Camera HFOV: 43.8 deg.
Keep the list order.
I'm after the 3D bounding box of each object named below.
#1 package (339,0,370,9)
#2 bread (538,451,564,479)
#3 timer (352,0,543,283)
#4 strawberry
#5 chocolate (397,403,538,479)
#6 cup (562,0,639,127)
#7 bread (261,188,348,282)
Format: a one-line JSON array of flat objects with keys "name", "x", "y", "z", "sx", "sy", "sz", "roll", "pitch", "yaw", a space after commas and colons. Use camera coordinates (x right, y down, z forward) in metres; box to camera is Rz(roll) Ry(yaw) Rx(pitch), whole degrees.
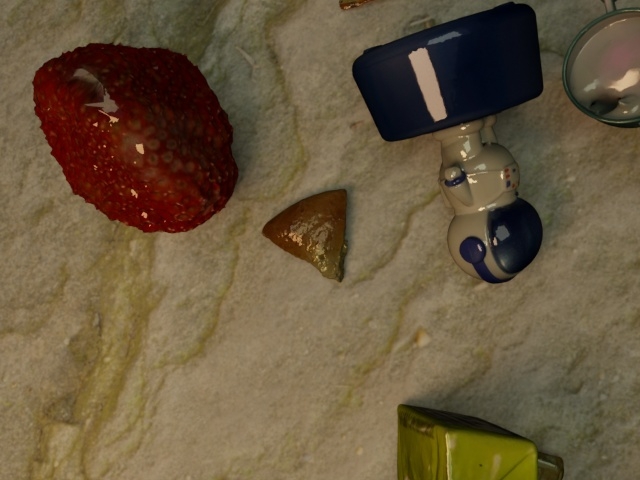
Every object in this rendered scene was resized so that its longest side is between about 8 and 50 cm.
[{"name": "package", "x": 0.077, "y": -0.445, "z": 1.300, "sx": 0.108, "sy": 0.031, "sz": 0.120, "roll": -8, "pitch": 83, "yaw": 6}, {"name": "bread", "x": 0.320, "y": 0.338, "z": 1.193, "sx": 0.088, "sy": 0.034, "sz": 0.049, "roll": 12, "pitch": 101, "yaw": 12}, {"name": "timer", "x": 0.226, "y": -0.124, "z": 1.166, "sx": 0.270, "sy": 0.270, "sz": 0.383, "roll": -17, "pitch": 98, "yaw": 6}, {"name": "strawberry", "x": -0.263, "y": -0.162, "z": 1.160, "sx": 0.312, "sy": 0.351, "sz": 0.267, "roll": 36, "pitch": 82, "yaw": 15}, {"name": "chocolate", "x": 0.191, "y": 0.380, "z": 1.080, "sx": 0.137, "sy": 0.301, "sz": 0.288, "roll": 0, "pitch": 85, "yaw": -6}, {"name": "cup", "x": 0.451, "y": -0.237, "z": 1.149, "sx": 0.167, "sy": 0.173, "sz": 0.299, "roll": -17, "pitch": 83, "yaw": 27}, {"name": "bread", "x": 0.002, "y": -0.025, "z": 1.261, "sx": 0.154, "sy": 0.054, "sz": 0.136, "roll": 34, "pitch": 87, "yaw": 7}]
